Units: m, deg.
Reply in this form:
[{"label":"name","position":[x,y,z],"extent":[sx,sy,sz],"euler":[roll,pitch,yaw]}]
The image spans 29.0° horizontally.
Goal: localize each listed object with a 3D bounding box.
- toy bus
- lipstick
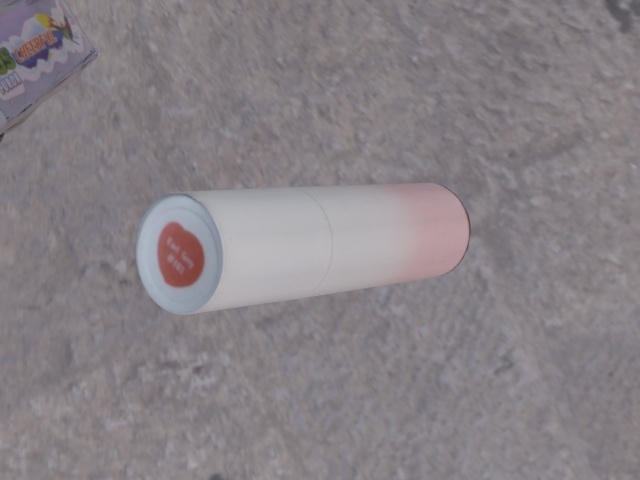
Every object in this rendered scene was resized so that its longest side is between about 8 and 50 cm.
[{"label":"toy bus","position":[-0.283,-0.109,0.946],"extent":[0.138,0.317,0.112],"euler":[-26,107,19]},{"label":"lipstick","position":[0.000,0.000,0.980],"extent":[0.326,0.087,0.087],"euler":[-5,117,-53]}]
